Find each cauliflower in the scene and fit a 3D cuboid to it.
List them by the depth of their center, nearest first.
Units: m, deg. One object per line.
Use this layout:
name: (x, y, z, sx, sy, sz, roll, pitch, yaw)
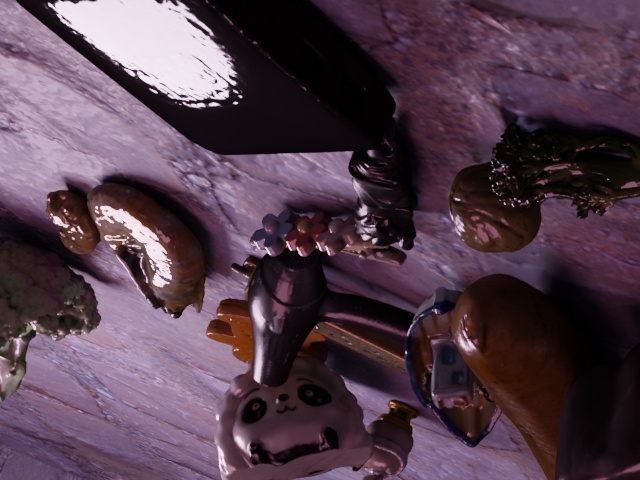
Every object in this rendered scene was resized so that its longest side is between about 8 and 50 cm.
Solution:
cauliflower: (-0.459, 0.125, 2.445, 0.256, 0.239, 0.315, 19, 116, 26)

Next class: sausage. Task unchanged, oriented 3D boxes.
sausage: (0.249, 0.163, 1.831, 0.123, 0.136, 0.501, 1, 150, 27)

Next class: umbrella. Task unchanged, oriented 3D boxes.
umbrella: (0.058, -0.053, 1.630, 0.066, 0.059, 0.236, 5, 159, 7)

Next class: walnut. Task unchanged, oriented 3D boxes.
walnut: (0.156, -0.028, 1.534, 0.092, 0.092, 0.092, 23, 161, 9)

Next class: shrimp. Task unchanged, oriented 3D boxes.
shrimp: (-0.215, 0.017, 2.153, 0.168, 0.077, 0.317, 33, 158, 13)

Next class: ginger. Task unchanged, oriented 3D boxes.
ginger: (-0.316, -0.017, 2.209, 0.069, 0.051, 0.173, 31, 160, 6)

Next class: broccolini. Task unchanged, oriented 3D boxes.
broccolini: (0.295, -0.038, 1.335, 0.392, 0.074, 0.079, 9, 161, 44)

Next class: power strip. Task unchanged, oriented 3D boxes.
power strip: (0.026, 0.101, 2.089, 0.305, 0.044, 0.064, 26, 162, 0)

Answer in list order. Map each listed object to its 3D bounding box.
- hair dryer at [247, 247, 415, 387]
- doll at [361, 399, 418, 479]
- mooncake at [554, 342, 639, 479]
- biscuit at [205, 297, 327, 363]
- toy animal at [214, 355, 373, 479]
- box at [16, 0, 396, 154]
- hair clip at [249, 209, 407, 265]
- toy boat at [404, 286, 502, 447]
hair dryer: (0.042, 0.114, 2.008, 0.271, 0.091, 0.235, 15, 137, 3)
doll: (0.091, 0.290, 2.369, 0.073, 0.127, 0.084, 20, 160, 16)
mooncake: (0.372, 0.218, 1.680, 0.306, 0.154, 0.306, 4, 144, 3)
biscuit: (-0.069, 0.125, 2.276, 0.165, 0.036, 0.250, 13, 161, 1)
toy animal: (-0.043, 0.237, 2.288, 0.208, 0.156, 0.204, -12, 158, -2)
box: (-0.108, -0.171, 1.512, 0.290, 0.073, 0.289, 39, 158, -33)
hair clip: (-0.003, -0.005, 1.831, 0.214, 0.062, 0.056, 9, 143, 38)
toy boat: (0.154, 0.155, 1.917, 0.114, 0.115, 0.262, -4, 150, 12)
